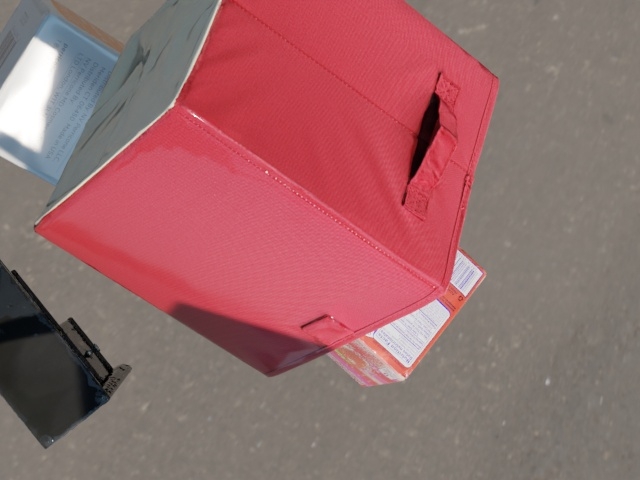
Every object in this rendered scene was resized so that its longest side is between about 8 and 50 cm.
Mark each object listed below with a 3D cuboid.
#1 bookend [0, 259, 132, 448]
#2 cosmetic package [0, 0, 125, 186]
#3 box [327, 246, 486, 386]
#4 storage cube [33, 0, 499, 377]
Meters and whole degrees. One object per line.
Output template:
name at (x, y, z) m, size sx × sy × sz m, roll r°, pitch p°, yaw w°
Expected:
bookend at (-0.254, 0.091, 1.065) m, size 0.072 × 0.157 × 0.156 m, roll -38°, pitch 93°, yaw 0°
cosmetic package at (-0.173, -0.095, 1.377) m, size 0.453 × 0.230 × 0.161 m, roll 31°, pitch 96°, yaw -26°
box at (0.000, 0.000, 1.049) m, size 0.257 × 0.128 × 0.122 m, roll 42°, pitch 162°, yaw -6°
storage cube at (-0.033, -0.055, 0.747) m, size 0.193 × 0.184 × 0.215 m, roll 35°, pitch 142°, yaw -22°
